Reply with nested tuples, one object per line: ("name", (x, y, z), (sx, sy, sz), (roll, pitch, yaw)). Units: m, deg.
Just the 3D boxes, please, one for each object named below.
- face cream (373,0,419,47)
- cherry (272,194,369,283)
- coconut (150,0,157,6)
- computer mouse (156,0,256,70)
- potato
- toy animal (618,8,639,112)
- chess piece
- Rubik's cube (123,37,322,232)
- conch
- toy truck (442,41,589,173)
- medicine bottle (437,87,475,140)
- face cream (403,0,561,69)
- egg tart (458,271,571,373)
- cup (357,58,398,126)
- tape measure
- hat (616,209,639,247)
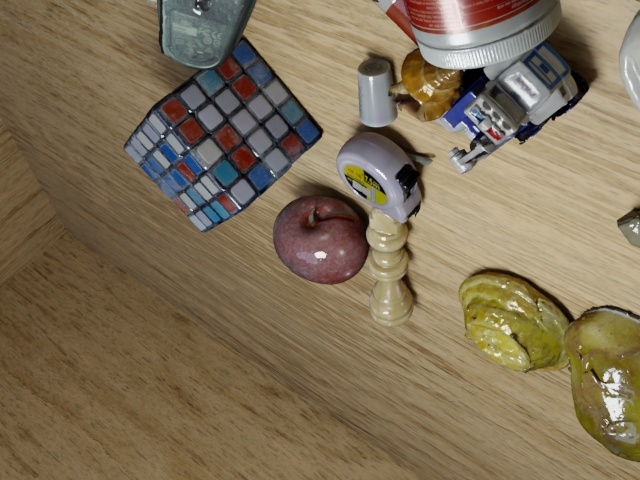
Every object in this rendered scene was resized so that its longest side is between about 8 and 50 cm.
("face cream", (0.118, -0.404, 1.138), (0.214, 0.096, 0.096), (45, 154, -4))
("cherry", (0.000, 0.000, 1.782), (0.236, 0.213, 0.285), (48, 170, 27))
("coconut", (-0.355, -0.569, 1.490), (0.183, 0.171, 0.171), (23, 148, 30))
("computer mouse", (-0.217, -0.489, 1.390), (0.203, 0.114, 0.374), (14, 142, -12))
("potato", (0.588, 0.295, 1.422), (0.300, 0.196, 0.246), (52, 151, -13))
("toy animal", (0.455, -0.188, 0.819), (0.265, 0.206, 0.272), (27, 131, -21))
("chess piece", (0.164, 0.048, 1.745), (0.117, 0.117, 0.397), (28, 148, 28))
("Rubik's cube", (-0.226, -0.230, 1.669), (0.293, 0.292, 0.287), (51, 152, -11))
("conch", (0.170, -0.252, 1.166), (0.109, 0.093, 0.330), (54, -179, -8))
("toy truck", (0.278, -0.209, 1.118), (0.161, 0.177, 0.213), (45, 155, -1))
("medicine bottle", (0.242, -0.225, 1.257), (0.118, 0.074, 0.055), (45, 152, 0))
("face cream", (0.203, -0.358, 0.968), (0.201, 0.201, 0.187), (16, 144, 43))
("egg tart", (0.415, 0.198, 1.610), (0.290, 0.115, 0.290), (35, 154, 20))
("cup", (0.099, -0.286, 1.389), (0.104, 0.074, 0.116), (-121, 14, -44))
("tape measure", (0.127, -0.145, 1.519), (0.196, 0.105, 0.178), (36, 160, 17))
("hat", (0.564, 0.010, 1.145), (0.175, 0.085, 0.147), (49, 153, -9))
